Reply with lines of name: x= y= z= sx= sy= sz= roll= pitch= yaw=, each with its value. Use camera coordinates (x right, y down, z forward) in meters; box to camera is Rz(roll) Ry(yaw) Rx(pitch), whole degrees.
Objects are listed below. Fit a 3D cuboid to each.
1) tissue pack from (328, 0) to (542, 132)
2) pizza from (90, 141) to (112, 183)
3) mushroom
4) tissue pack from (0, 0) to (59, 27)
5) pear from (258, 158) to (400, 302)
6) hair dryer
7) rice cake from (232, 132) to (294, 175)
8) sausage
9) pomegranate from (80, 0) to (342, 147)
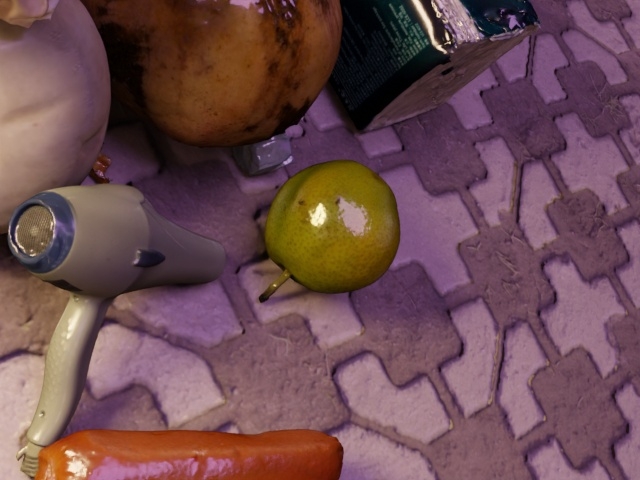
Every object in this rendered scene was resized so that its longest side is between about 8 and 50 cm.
tissue pack: x=0.098 y=-0.408 z=1.188 sx=0.253 sy=0.264 sz=0.416 roll=-22 pitch=80 yaw=-38
pizza: x=-0.280 y=-0.104 z=0.968 sx=0.037 sy=0.016 sz=0.083 roll=-18 pitch=74 yaw=-35
mushroom: x=-0.372 y=-0.181 z=0.769 sx=0.315 sy=0.315 sz=0.356 roll=-6 pitch=82 yaw=-34
tissue pack: x=-0.363 y=-0.352 z=0.550 sx=0.375 sy=0.195 sz=0.390 roll=6 pitch=55 yaw=-45
pear: x=0.000 y=0.000 z=1.000 sx=0.216 sy=0.180 sz=0.166 roll=-45 pitch=129 yaw=-11
hair dryer: x=-0.211 y=0.071 z=0.863 sx=0.119 sy=0.298 sz=0.296 roll=19 pitch=22 yaw=26
rice cake: x=-0.110 y=-0.183 z=1.079 sx=0.069 sy=0.063 sz=0.206 roll=-25 pitch=81 yaw=-31
sausage: x=-0.121 y=0.255 z=0.838 sx=0.348 sy=0.094 sz=0.097 roll=8 pitch=109 yaw=-27
pomegranate: x=-0.129 y=-0.265 z=0.918 sx=0.322 sy=0.322 sz=0.322 roll=13 pitch=61 yaw=-26
